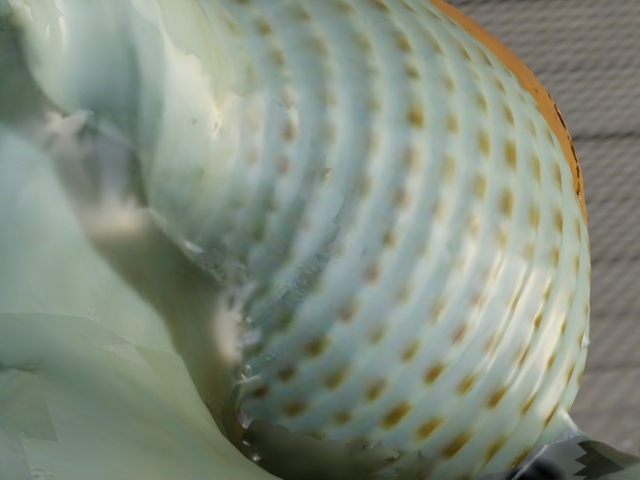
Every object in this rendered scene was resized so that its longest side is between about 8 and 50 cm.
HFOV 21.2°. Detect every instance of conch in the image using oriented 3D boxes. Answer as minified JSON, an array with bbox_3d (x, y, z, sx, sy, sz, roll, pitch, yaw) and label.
[{"bbox_3d":[-0.058,0.036,0.492,0.319,0.303,0.215,17,128,-30],"label":"conch"}]

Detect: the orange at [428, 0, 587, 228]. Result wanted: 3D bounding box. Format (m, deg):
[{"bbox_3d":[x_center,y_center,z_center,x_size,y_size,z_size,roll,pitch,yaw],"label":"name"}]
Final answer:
[{"bbox_3d":[0.000,0.000,0.782,0.246,0.246,0.246,-6,136,-6],"label":"orange"}]
